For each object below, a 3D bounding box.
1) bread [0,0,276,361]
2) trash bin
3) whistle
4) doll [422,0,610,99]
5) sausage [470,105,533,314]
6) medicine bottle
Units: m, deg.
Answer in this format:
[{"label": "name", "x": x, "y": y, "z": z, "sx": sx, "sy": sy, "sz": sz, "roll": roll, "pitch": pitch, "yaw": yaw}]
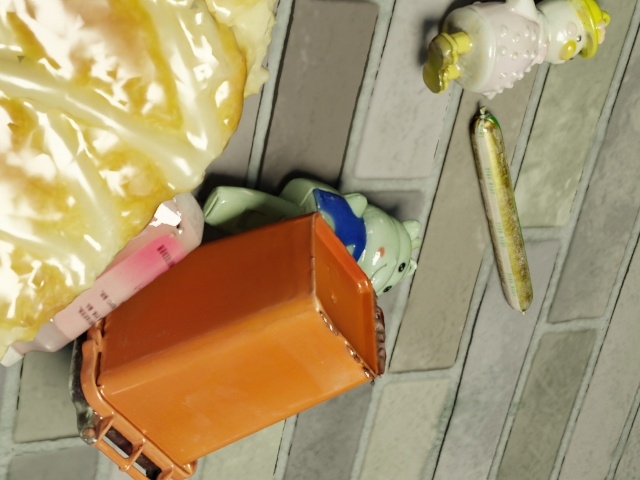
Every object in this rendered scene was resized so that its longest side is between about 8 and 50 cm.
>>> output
[{"label": "bread", "x": -0.263, "y": -0.171, "z": 0.759, "sx": 0.371, "sy": 0.279, "sz": 0.390, "roll": -45, "pitch": 128, "yaw": -4}, {"label": "trash bin", "x": -0.078, "y": 0.092, "z": 1.029, "sx": 0.238, "sy": 0.184, "sz": 0.161, "roll": -20, "pitch": 133, "yaw": 21}, {"label": "whistle", "x": 0.000, "y": 0.000, "z": 1.130, "sx": 0.244, "sy": 0.092, "sz": 0.110, "roll": 19, "pitch": 116, "yaw": -38}, {"label": "doll", "x": 0.184, "y": -0.185, "z": 1.143, "sx": 0.207, "sy": 0.081, "sz": 0.129, "roll": -17, "pitch": 143, "yaw": -24}, {"label": "sausage", "x": 0.187, "y": -0.023, "z": 1.268, "sx": 0.033, "sy": 0.033, "sz": 0.269, "roll": -28, "pitch": 127, "yaw": -14}, {"label": "medicine bottle", "x": -0.221, "y": 0.011, "z": 0.973, "sx": 0.247, "sy": 0.147, "sz": 0.147, "roll": -36, "pitch": 129, "yaw": -7}]
